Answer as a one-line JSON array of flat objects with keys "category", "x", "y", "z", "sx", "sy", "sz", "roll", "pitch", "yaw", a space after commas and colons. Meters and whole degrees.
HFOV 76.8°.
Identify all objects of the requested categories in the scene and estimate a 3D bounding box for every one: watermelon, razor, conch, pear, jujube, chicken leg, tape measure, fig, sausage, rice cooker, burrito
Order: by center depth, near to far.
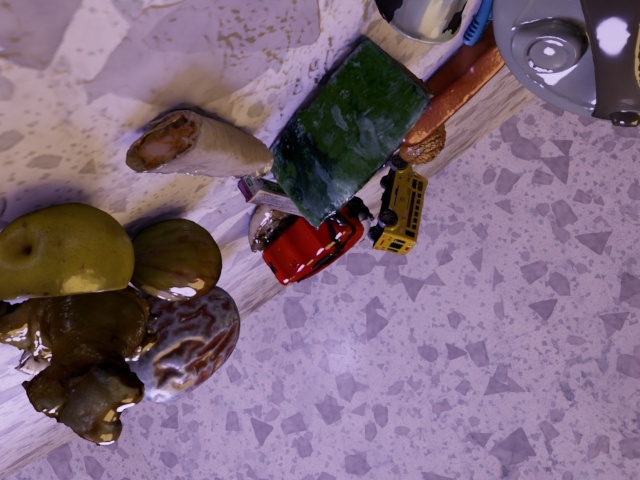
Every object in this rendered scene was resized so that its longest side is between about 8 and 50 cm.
[{"category": "pear", "x": -0.281, "y": 0.010, "z": 0.441, "sx": 0.141, "sy": 0.103, "sz": 0.141, "roll": -5, "pitch": 173, "yaw": -1}, {"category": "rice cooker", "x": 0.388, "y": -0.317, "z": 0.445, "sx": 0.325, "sy": 0.336, "sz": 0.335, "roll": -58, "pitch": 175, "yaw": -10}, {"category": "chicken leg", "x": -0.316, "y": 0.111, "z": 0.515, "sx": 0.361, "sy": 0.212, "sz": 0.140, "roll": -177, "pitch": -80, "yaw": -72}, {"category": "burrito", "x": -0.133, "y": -0.113, "z": 0.515, "sx": 0.087, "sy": 0.060, "sz": 0.226, "roll": -35, "pitch": 172, "yaw": 19}, {"category": "fig", "x": -0.265, "y": 0.026, "z": 0.599, "sx": 0.149, "sy": 0.149, "sz": 0.245, "roll": -41, "pitch": 149, "yaw": 26}, {"category": "watermelon", "x": 0.045, "y": -0.185, "z": 0.667, "sx": 0.264, "sy": 0.151, "sz": 0.302, "roll": -45, "pitch": -174, "yaw": 31}, {"category": "razor", "x": 0.300, "y": -0.422, "z": 0.687, "sx": 0.253, "sy": 0.042, "sz": 0.081, "roll": 91, "pitch": 20, "yaw": -82}, {"category": "conch", "x": -0.442, "y": 0.205, "z": 0.720, "sx": 0.207, "sy": 0.129, "sz": 0.155, "roll": -20, "pitch": -178, "yaw": 41}, {"category": "sausage", "x": 0.288, "y": -0.334, "z": 0.896, "sx": 0.094, "sy": 0.097, "sz": 0.348, "roll": 23, "pitch": 134, "yaw": -30}, {"category": "jujube", "x": -0.327, "y": 0.226, "z": 0.949, "sx": 0.216, "sy": 0.246, "sz": 0.308, "roll": -20, "pitch": -160, "yaw": 43}, {"category": "tape measure", "x": 0.000, "y": 0.001, "z": 1.013, "sx": 0.253, "sy": 0.114, "sz": 0.260, "roll": -41, "pitch": 166, "yaw": 22}]

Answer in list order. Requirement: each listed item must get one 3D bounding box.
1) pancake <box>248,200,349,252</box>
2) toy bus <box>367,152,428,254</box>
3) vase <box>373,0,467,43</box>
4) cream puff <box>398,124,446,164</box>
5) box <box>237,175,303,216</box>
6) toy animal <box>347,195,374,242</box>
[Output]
[{"category": "pancake", "x": -0.028, "y": -0.094, "z": 1.019, "sx": 0.383, "sy": 0.071, "sz": 0.382, "roll": -34, "pitch": 167, "yaw": -9}, {"category": "toy bus", "x": 0.265, "y": -0.124, "z": 1.351, "sx": 0.145, "sy": 0.151, "sz": 0.330, "roll": 108, "pitch": -1, "yaw": -64}, {"category": "vase", "x": 0.162, "y": -0.325, "z": 0.303, "sx": 0.165, "sy": 0.165, "sz": 0.360, "roll": -33, "pitch": 176, "yaw": -24}, {"category": "cream puff", "x": 0.301, "y": -0.286, "z": 1.181, "sx": 0.150, "sy": 0.115, "sz": 0.165, "roll": -45, "pitch": 168, "yaw": 23}, {"category": "box", "x": -0.067, "y": -0.082, "z": 0.788, "sx": 0.041, "sy": 0.049, "sz": 0.207, "roll": -45, "pitch": 150, "yaw": 25}, {"category": "toy animal", "x": 0.038, "y": -0.036, "z": 1.295, "sx": 0.235, "sy": 0.165, "sz": 0.187, "roll": -32, "pitch": 155, "yaw": -31}]
